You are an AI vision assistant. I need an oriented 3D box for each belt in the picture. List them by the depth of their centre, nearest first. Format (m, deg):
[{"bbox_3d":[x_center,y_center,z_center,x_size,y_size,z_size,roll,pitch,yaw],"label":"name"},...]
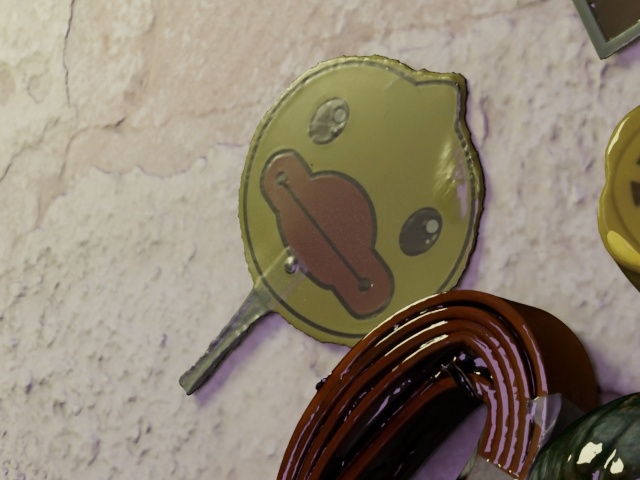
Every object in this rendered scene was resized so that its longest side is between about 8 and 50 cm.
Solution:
[{"bbox_3d":[0.077,0.157,1.302,0.261,0.105,0.184,-48,61,17],"label":"belt"}]

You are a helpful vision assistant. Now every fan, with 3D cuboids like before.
[{"bbox_3d":[-0.001,0.000,1.441,0.335,0.011,0.229,-49,59,17],"label":"fan"}]

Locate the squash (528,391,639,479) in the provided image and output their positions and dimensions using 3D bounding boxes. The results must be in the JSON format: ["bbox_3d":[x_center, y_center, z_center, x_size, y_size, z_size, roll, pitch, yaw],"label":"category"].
[{"bbox_3d":[0.217,0.197,1.156,0.218,0.172,0.218,-9,74,34],"label":"squash"}]

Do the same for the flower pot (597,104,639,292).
[{"bbox_3d":[0.265,-0.018,1.159,0.195,0.179,0.195,-9,74,34],"label":"flower pot"}]

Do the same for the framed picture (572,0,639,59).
[{"bbox_3d":[0.244,-0.230,1.315,0.183,0.011,0.142,-33,64,26],"label":"framed picture"}]
